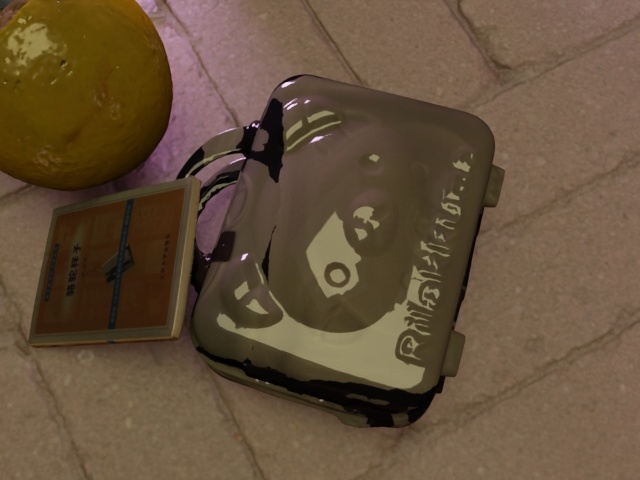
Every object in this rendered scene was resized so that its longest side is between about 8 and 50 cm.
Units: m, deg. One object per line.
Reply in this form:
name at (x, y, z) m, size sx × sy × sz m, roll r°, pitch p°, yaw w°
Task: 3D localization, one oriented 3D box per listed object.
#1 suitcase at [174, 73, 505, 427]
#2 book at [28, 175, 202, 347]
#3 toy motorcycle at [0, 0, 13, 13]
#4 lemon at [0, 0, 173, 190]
suitcase at (0.000, 0.000, 0.750) m, size 0.339 × 0.194 × 0.352 m, roll 16°, pitch 73°, yaw 6°
book at (-0.228, 0.028, 0.755) m, size 0.241 × 0.018 × 0.170 m, roll -9°, pitch 68°, yaw 35°
toy motorcycle at (-0.443, -0.294, 0.797) m, size 0.154 × 0.260 × 0.206 m, roll 31°, pitch 98°, yaw 31°
lemon at (-0.274, -0.163, 0.776) m, size 0.240 × 0.219 × 0.240 m, roll -27°, pitch 38°, yaw 23°
